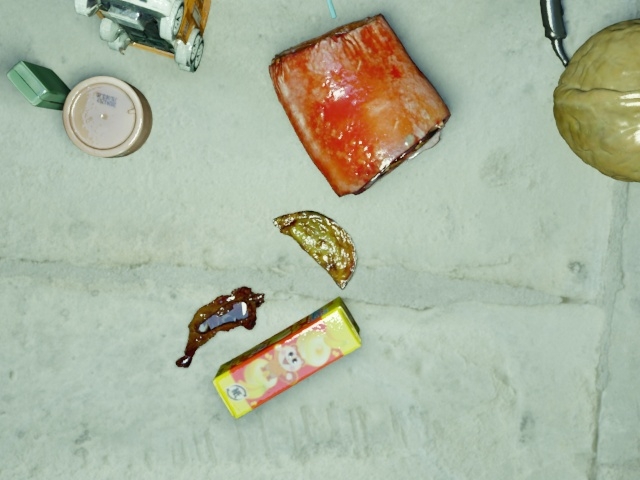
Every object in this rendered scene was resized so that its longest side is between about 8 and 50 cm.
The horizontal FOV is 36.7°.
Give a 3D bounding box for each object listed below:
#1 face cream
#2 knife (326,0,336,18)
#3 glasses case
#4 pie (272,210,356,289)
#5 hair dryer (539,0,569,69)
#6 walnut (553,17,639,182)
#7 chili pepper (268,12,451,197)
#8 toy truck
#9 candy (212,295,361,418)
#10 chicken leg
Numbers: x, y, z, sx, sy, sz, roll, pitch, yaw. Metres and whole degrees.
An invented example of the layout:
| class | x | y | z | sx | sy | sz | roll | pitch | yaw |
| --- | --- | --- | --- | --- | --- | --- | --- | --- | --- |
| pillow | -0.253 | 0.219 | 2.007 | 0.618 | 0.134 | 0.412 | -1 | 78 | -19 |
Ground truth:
| class | x | y | z | sx | sy | sz | roll | pitch | yaw |
| --- | --- | --- | --- | --- | --- | --- | --- | --- | --- |
| face cream | -0.393 | -0.228 | 1.796 | 0.149 | 0.104 | 0.149 | 0 | 94 | 0 |
| knife | 0.015 | -0.464 | 1.826 | 0.014 | 0.005 | 0.091 | -17 | 93 | 3 |
| glasses case | -0.504 | -0.279 | 1.754 | 0.039 | 0.184 | 0.078 | -41 | 93 | 5 |
| pie | 0.003 | 0.000 | 1.846 | 0.191 | 0.033 | 0.088 | 43 | 89 | -2 |
| hair dryer | 0.467 | -0.457 | 1.804 | 0.236 | 0.091 | 0.271 | -4 | 106 | -9 |
| walnut | 0.558 | -0.242 | 1.686 | 0.252 | 0.313 | 0.277 | 26 | 87 | -18 |
| chili pepper | 0.068 | -0.255 | 1.733 | 0.251 | 0.229 | 0.305 | -30 | 94 | 19 |
| toy truck | -0.281 | -0.429 | 1.647 | 0.173 | 0.387 | 0.206 | 17 | 89 | -1 |
| candy | -0.059 | 0.216 | 1.805 | 0.276 | 0.146 | 0.088 | -30 | 93 | 4 |
| chicken leg | -0.199 | 0.160 | 1.849 | 0.219 | 0.048 | 0.089 | -31 | 90 | 2 |
